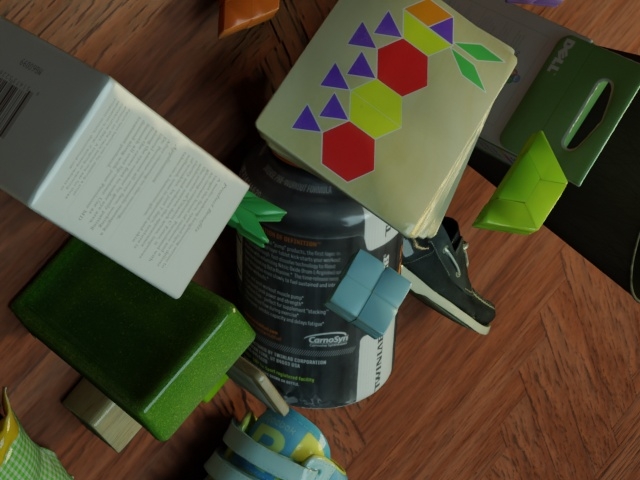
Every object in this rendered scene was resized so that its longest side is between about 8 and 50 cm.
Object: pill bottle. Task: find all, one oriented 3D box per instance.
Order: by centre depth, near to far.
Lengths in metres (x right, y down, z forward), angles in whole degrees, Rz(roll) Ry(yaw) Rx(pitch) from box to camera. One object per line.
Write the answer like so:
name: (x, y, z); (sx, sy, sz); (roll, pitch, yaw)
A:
pill bottle: (0.000, 0.000, 1.273); (0.130, 0.130, 0.245); (-30, 137, -36)

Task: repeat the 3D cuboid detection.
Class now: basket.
basket: (0.230, -0.087, 1.417); (0.154, 0.227, 0.204); (13, 105, -55)

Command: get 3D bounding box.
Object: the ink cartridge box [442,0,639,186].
ink cartridge box: (0.159, -0.120, 1.313); (0.109, 0.209, 0.062); (-57, 146, -2)

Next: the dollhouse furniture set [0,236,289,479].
dollhouse furniture set: (-0.173, 0.172, 1.162); (0.301, 0.151, 0.197); (-49, 145, -14)

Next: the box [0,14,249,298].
box: (-0.150, -0.053, 1.038); (0.091, 0.130, 0.170); (-58, 147, -4)

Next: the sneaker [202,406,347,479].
sneaker: (-0.095, 0.235, 1.342); (0.319, 0.127, 0.208); (-10, 125, -60)

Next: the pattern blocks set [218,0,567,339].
pattern blocks set: (0.051, -0.106, 1.175); (0.325, 0.285, 0.026); (-49, -175, -23)

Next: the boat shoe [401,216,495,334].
boat shoe: (0.108, 0.021, 1.472); (0.079, 0.084, 0.233); (-56, 143, -4)
